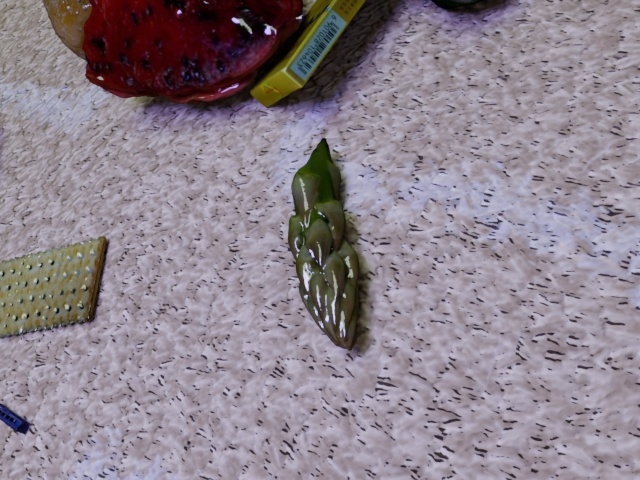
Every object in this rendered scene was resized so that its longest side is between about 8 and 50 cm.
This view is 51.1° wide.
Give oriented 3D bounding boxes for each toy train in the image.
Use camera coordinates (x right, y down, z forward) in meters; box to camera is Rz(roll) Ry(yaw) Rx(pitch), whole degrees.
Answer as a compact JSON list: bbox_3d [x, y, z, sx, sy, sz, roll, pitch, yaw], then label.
[{"bbox_3d":[-0.412,0.228,0.876,0.083,0.017,0.017,17,69,33],"label":"toy train"}]

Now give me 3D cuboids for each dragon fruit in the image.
[{"bbox_3d":[-0.151,-0.320,1.021,0.286,0.227,0.329,22,36,4],"label":"dragon fruit"}]

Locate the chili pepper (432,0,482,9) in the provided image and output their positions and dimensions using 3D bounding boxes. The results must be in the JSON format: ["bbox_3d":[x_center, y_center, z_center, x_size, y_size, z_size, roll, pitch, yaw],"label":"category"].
[{"bbox_3d":[0.194,-0.397,0.890,0.148,0.116,0.264,10,60,1],"label":"chili pepper"}]

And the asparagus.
[{"bbox_3d":[0.000,0.000,0.770,0.080,0.080,0.287,-22,55,13],"label":"asparagus"}]

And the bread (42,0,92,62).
[{"bbox_3d":[-0.382,-0.439,1.149,0.196,0.176,0.246,-34,53,3],"label":"bread"}]

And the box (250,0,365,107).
[{"bbox_3d":[0.012,-0.310,0.916,0.279,0.041,0.153,-56,18,-12],"label":"box"}]

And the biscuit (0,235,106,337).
[{"bbox_3d":[-0.412,0.074,0.965,0.232,0.016,0.139,-12,57,20],"label":"biscuit"}]
